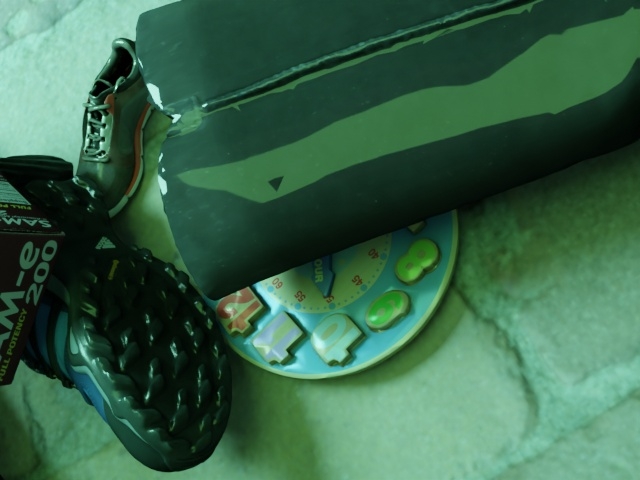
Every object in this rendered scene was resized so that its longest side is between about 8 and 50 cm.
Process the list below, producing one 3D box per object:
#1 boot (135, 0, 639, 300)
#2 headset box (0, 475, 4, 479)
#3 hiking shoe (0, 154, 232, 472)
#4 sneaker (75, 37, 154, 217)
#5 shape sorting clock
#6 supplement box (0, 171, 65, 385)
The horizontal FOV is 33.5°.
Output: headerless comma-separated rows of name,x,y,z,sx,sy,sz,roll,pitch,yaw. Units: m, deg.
boot,0.114,-0.046,0.659,0.445,0.146,0.367,-14,61,10
headset box,-0.286,0.334,0.757,0.283,0.131,0.246,-46,63,4
hiking shoe,-0.169,0.066,0.807,0.304,0.113,0.132,50,133,31
sneaker,-0.178,-0.095,0.873,0.061,0.065,0.158,9,79,26
shape sorting clock,0.000,0.000,0.782,0.206,0.040,0.206,-7,73,22
supplement box,-0.294,-0.010,0.780,0.239,0.073,0.130,38,113,36
